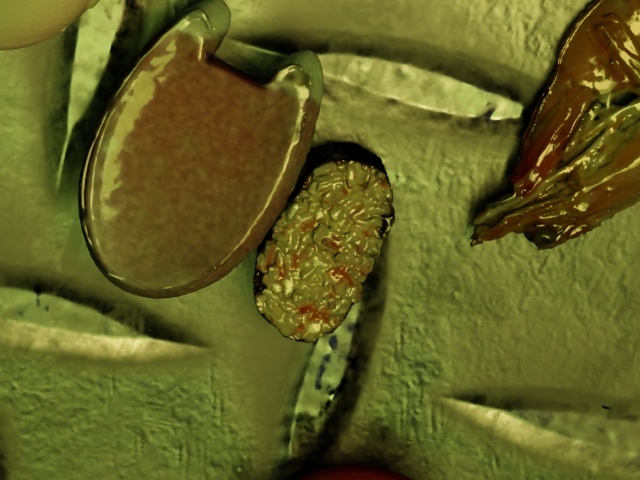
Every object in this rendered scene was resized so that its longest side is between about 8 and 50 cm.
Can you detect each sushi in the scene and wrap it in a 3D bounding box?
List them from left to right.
[{"bbox_3d":[0.000,0.000,1.518,0.090,0.078,0.150,22,106,-14],"label":"sushi"}]

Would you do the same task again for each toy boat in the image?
[{"bbox_3d":[-0.092,-0.062,1.486,0.155,0.085,0.227,29,99,5],"label":"toy boat"}]

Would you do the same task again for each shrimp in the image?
[{"bbox_3d":[0.224,-0.095,1.529,0.294,0.062,0.154,-42,97,5],"label":"shrimp"}]

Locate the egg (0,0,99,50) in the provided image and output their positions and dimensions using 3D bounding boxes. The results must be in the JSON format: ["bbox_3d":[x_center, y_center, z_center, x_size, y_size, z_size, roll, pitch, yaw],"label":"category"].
[{"bbox_3d":[-0.223,-0.217,1.340,0.183,0.217,0.183,-3,108,-9],"label":"egg"}]

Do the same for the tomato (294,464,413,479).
[{"bbox_3d":[0.021,0.269,1.585,0.195,0.136,0.195,-3,109,-9],"label":"tomato"}]
